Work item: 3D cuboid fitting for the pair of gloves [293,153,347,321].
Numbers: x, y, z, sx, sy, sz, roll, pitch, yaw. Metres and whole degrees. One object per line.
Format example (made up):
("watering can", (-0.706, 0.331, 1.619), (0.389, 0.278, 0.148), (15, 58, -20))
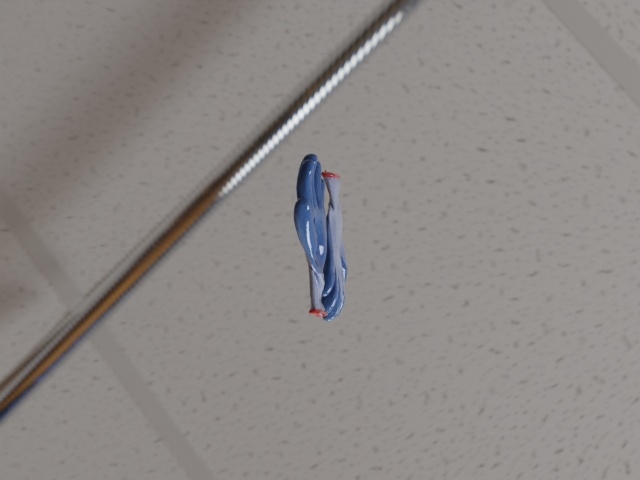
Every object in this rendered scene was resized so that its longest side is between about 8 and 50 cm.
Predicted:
("pair of gloves", (0.000, 0.000, 1.281), (0.023, 0.198, 0.159), (-3, -94, 12))
